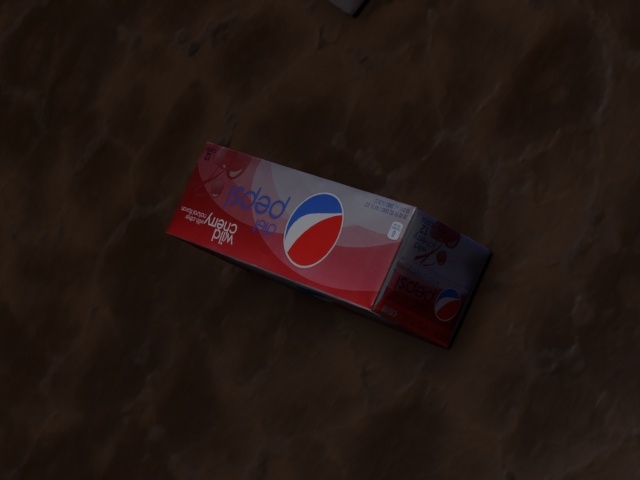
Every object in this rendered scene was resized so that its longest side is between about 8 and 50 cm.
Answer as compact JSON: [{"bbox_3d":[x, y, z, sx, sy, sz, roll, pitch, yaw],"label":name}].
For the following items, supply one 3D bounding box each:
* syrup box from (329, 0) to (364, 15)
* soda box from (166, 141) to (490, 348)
[{"bbox_3d":[-0.022,-0.300,1.710,0.093,0.096,0.237,-50,41,11],"label":"syrup box"},{"bbox_3d":[0.000,0.000,1.517,0.263,0.092,0.083,19,84,50],"label":"soda box"}]
